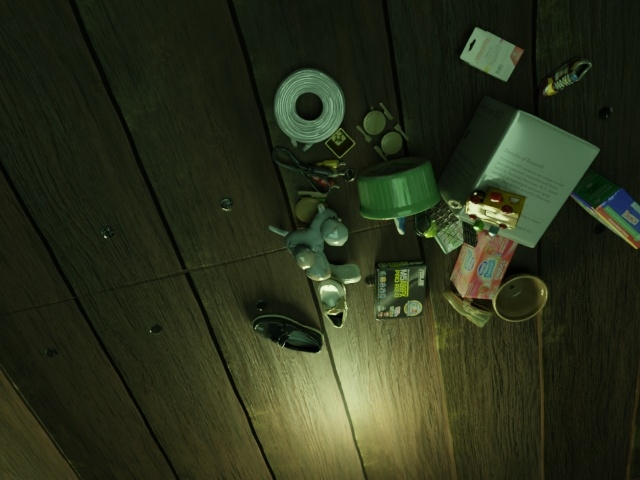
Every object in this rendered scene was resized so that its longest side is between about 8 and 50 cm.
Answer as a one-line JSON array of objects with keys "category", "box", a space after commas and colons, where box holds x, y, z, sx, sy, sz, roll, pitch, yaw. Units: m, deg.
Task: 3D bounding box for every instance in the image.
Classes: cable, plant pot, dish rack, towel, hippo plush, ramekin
[{"category": "cable", "box": [-0.051, -0.265, 1.804, 0.286, 0.072, 0.140, 14, 100, -1]}, {"category": "cable", "box": [-0.042, -0.473, 1.665, 0.257, 0.089, 0.257, -31, 103, 13]}, {"category": "plant pot", "box": [0.862, 0.230, 2.074, 0.237, 0.110, 0.238, -1, 118, -3]}, {"category": "dish rack", "box": [0.494, -0.073, 1.842, 0.271, 0.208, 0.074, 24, 139, -16]}, {"category": "towel", "box": [0.565, -0.021, 1.979, 0.152, 0.023, 0.113, -33, 115, 12]}, {"category": "hippo plush", "box": [0.000, 0.000, 1.851, 0.236, 0.294, 0.234, -43, 136, 1]}, {"category": "plant pot", "box": [0.069, -0.370, 1.741, 0.081, 0.083, 0.081, -41, 113, 16]}, {"category": "ramekin", "box": [0.277, -0.201, 1.725, 0.303, 0.303, 0.148, -14, 110, 4]}]

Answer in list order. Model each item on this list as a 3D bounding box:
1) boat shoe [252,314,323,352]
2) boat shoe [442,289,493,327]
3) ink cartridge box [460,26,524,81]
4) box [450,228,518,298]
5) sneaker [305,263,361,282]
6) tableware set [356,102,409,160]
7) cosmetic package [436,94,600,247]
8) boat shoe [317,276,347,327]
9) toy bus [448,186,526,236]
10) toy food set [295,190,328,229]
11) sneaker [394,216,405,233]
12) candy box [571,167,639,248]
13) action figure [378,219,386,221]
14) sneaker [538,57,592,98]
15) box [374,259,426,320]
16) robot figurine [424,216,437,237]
[{"category": "boat shoe", "box": [-0.144, 0.434, 2.116, 0.339, 0.113, 0.127, 23, 114, -14]}, {"category": "boat shoe", "box": [0.656, 0.286, 2.102, 0.285, 0.105, 0.089, 34, 106, -29]}, {"category": "ink cartridge box", "box": [0.584, -0.650, 1.640, 0.198, 0.067, 0.115, 20, 114, -14]}, {"category": "box", "box": [0.674, 0.081, 1.958, 0.153, 0.142, 0.300, 6, 118, -13]}, {"category": "sneaker", "box": [0.054, 0.148, 2.003, 0.234, 0.090, 0.095, 5, 160, 10]}, {"category": "tableware set", "box": [0.228, -0.403, 1.761, 0.128, 0.039, 0.194, -44, 117, 5]}, {"category": "cosmetic package", "box": [0.678, -0.255, 1.696, 0.327, 0.329, 0.394, 20, 113, -10]}, {"category": "boat shoe", "box": [0.060, 0.262, 1.985, 0.113, 0.104, 0.302, -10, 141, 13]}, {"category": "toy bus", "box": [0.555, -0.119, 1.518, 0.202, 0.191, 0.104, 40, 66, -18]}, {"category": "toy food set", "box": [-0.036, -0.123, 1.891, 0.132, 0.039, 0.192, 5, 127, 0]}, {"category": "sneaker", "box": [0.340, -0.100, 1.906, 0.084, 0.058, 0.152, -17, 110, 15]}, {"category": "candy box", "box": [1.074, -0.144, 1.781, 0.268, 0.317, 0.122, 35, 110, -18]}, {"category": "action figure", "box": [0.257, -0.118, 1.887, 0.038, 0.030, 0.115, 3, 139, 0]}, {"category": "sneaker", "box": [0.870, -0.577, 1.682, 0.069, 0.084, 0.185, 40, 108, -20]}, {"category": "box", "box": [0.346, 0.219, 2.066, 0.216, 0.060, 0.270, -3, 117, -1]}, {"category": "robot figurine", "box": [0.431, -0.059, 1.900, 0.067, 0.115, 0.101, -27, 116, 10]}]
